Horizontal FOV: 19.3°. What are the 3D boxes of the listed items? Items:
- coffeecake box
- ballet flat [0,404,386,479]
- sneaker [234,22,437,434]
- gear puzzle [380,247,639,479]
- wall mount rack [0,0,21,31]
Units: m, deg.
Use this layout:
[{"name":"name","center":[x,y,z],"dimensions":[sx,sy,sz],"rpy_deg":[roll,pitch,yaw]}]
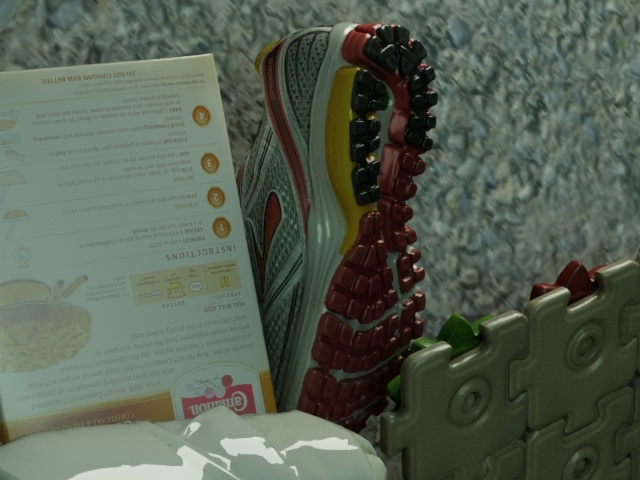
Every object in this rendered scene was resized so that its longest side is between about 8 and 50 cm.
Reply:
[{"name":"coffeecake box","center":[-0.110,0.013,0.894],"dimensions":[0.142,0.068,0.185],"rpy_deg":[-8,87,-33]},{"name":"ballet flat","center":[0.003,0.154,0.861],"dimensions":[0.400,0.139,0.139],"rpy_deg":[42,62,-40]},{"name":"sneaker","center":[0.000,0.000,0.965],"dimensions":[0.088,0.093,0.225],"rpy_deg":[2,96,-51]},{"name":"gear puzzle","center":[0.091,0.102,1.001],"dimensions":[0.339,0.044,0.175],"rpy_deg":[-22,125,-29]},{"name":"wall mount rack","center":[-0.210,-0.176,0.700],"dimensions":[0.304,0.130,0.350],"rpy_deg":[-33,128,-22]}]
